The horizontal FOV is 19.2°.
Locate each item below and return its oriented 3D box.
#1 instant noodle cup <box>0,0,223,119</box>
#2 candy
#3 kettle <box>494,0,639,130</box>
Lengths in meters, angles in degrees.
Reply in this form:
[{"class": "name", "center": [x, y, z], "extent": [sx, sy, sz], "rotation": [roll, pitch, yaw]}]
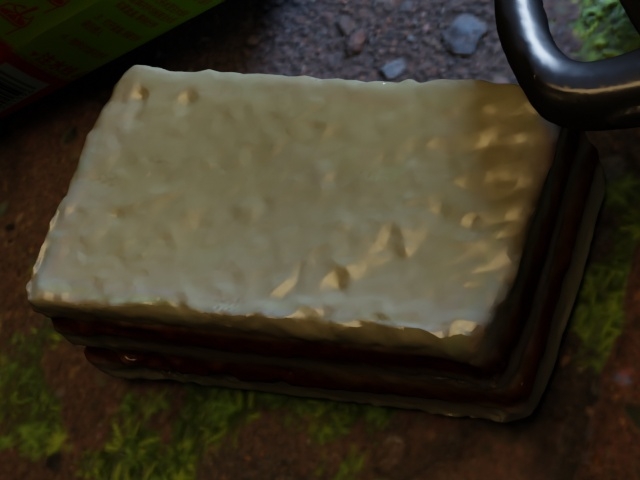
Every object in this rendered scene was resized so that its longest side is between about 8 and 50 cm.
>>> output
[{"class": "instant noodle cup", "center": [-0.214, -0.231, 1.321], "extent": [0.308, 0.294, 0.294], "rotation": [-30, 55, 17]}, {"class": "candy", "center": [0.000, 0.000, 1.158], "extent": [0.320, 0.135, 0.179], "rotation": [5, 66, 26]}, {"class": "kettle", "center": [0.244, -0.178, 1.059], "extent": [0.251, 0.207, 0.271], "rotation": [8, 54, -18]}]
